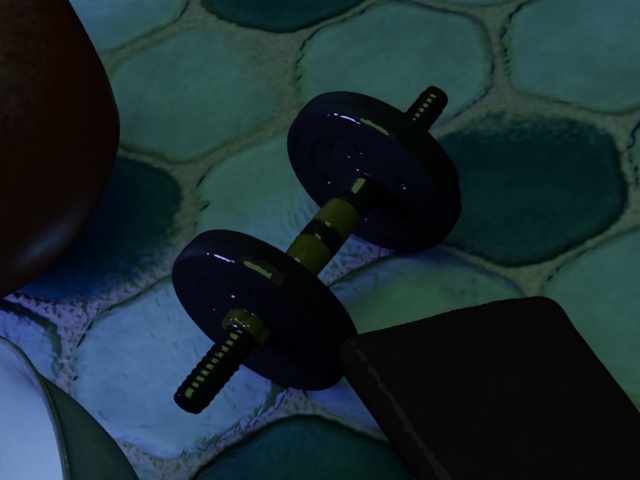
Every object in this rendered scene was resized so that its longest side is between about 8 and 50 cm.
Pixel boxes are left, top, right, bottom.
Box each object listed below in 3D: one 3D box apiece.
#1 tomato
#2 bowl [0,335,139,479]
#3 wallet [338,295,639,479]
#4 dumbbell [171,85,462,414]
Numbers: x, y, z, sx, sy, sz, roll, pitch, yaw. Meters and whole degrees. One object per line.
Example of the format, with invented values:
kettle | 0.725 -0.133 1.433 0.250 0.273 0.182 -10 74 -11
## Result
tomato | -0.325 -0.090 1.285 0.341 0.273 0.341 -8 61 15
bowl | -0.176 0.222 1.020 0.313 0.146 0.313 -23 59 46
wallet | 0.135 0.132 1.087 0.182 0.049 0.229 -10 44 -26
dumbbell | 0.000 0.000 1.197 0.143 0.143 0.325 21 57 29
